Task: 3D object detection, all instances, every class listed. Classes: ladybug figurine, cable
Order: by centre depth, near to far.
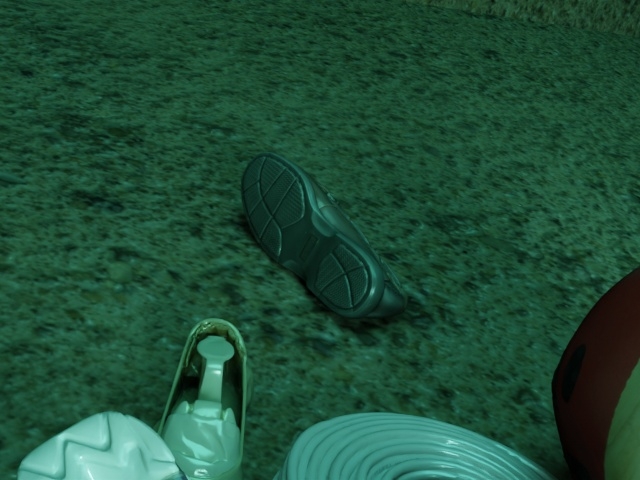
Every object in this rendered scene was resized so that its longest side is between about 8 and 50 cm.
[{"bbox_3d":[0.082,0.223,0.777,0.257,0.089,0.257,26,27,19],"label":"cable"},{"bbox_3d":[0.278,0.163,0.805,0.162,0.305,0.449,-18,-7,5],"label":"ladybug figurine"}]

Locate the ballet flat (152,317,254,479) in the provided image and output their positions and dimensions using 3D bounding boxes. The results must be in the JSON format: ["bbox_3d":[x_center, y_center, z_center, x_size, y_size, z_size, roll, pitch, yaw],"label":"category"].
[{"bbox_3d":[-0.094,0.142,0.842,0.086,0.086,0.248,14,26,-6],"label":"ballet flat"}]

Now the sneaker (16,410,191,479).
[{"bbox_3d":[-0.055,0.203,0.481,0.094,0.153,0.235,-32,48,-27],"label":"sneaker"}]

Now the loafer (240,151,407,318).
[{"bbox_3d":[0.000,0.000,1.201,0.084,0.096,0.267,19,24,-46],"label":"loafer"}]
